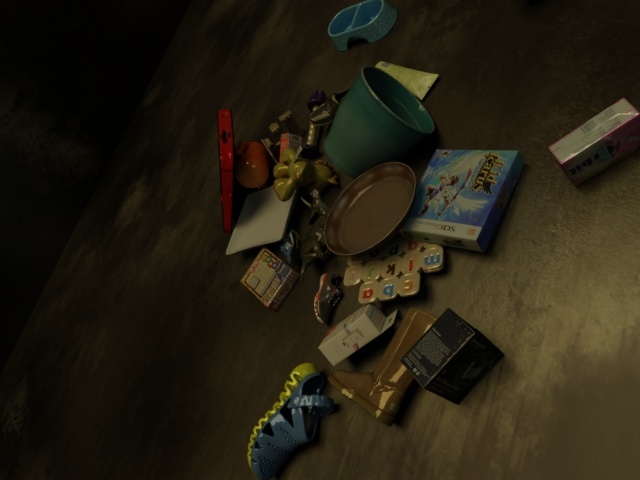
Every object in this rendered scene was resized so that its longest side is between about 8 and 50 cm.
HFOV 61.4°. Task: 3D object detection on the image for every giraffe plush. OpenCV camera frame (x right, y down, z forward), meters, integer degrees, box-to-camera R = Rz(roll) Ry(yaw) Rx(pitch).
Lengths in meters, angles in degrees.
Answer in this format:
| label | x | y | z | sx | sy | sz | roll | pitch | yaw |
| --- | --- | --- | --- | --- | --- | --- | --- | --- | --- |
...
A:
| label | x | y | z | sx | sy | sz | roll | pitch | yaw |
| --- | --- | --- | --- | --- | --- | --- | --- | --- | --- |
| giraffe plush | -0.039 | -0.217 | 1.778 | 0.210 | 0.170 | 0.181 | -40 | 48 | 48 |

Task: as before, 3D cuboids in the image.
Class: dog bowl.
| label | x | y | z | sx | sy | sz | roll | pitch | yaw |
| --- | --- | --- | --- | --- | --- | --- | --- | --- | --- |
| dog bowl | 0.149 | -0.824 | 2.044 | 0.297 | 0.074 | 0.166 | 3 | 67 | 44 |

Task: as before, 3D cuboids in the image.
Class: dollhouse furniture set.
| label | x | y | z | sx | sy | sz | roll | pitch | yaw |
| --- | --- | --- | --- | --- | --- | --- | --- | --- | --- |
| dollhouse furniture set | -0.122 | -0.356 | 1.970 | 0.151 | 0.144 | 0.123 | -35 | 48 | 2 |

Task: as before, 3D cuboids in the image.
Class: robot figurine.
| label | x | y | z | sx | sy | sz | roll | pitch | yaw |
| --- | --- | --- | --- | --- | --- | --- | --- | --- | --- |
| robot figurine | -0.252 | -0.277 | 1.967 | 0.219 | 0.128 | 0.158 | -100 | 17 | -51 |

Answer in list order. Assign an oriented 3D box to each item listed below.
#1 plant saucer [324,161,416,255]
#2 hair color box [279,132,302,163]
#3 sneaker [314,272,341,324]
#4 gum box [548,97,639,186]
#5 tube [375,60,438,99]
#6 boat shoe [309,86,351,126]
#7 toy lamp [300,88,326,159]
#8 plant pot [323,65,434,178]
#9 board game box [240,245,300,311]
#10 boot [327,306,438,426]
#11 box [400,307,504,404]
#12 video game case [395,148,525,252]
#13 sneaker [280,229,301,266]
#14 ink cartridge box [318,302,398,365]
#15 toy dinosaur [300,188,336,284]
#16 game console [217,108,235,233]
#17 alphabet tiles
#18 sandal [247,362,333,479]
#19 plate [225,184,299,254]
| label | x | y | z | sx | sy | sz | roll | pitch | yaw |
| --- | --- | --- | --- | --- | --- | --- | --- | --- | --- |
| plant saucer | 0.141 | -0.079 | 1.481 | 0.310 | 0.050 | 0.311 | -31 | 36 | 26 |
| hair color box | -0.106 | -0.305 | 1.924 | 0.043 | 0.072 | 0.141 | 0 | 84 | 44 |
| sneaker | 0.027 | 0.162 | 1.544 | 0.065 | 0.061 | 0.158 | -10 | 59 | 32 |
| gum box | 0.617 | -0.215 | 1.186 | 0.188 | 0.107 | 0.062 | -35 | 45 | 22 |
| tube | 0.272 | -0.527 | 1.757 | 0.240 | 0.062 | 0.070 | 36 | 135 | 44 |
| boat shoe | 0.055 | -0.474 | 1.866 | 0.223 | 0.073 | 0.080 | -25 | 62 | 7 |
| toy lamp | -0.023 | -0.427 | 1.950 | 0.080 | 0.080 | 0.275 | -14 | 55 | 37 |
| plant pot | 0.150 | -0.328 | 1.603 | 0.255 | 0.271 | 0.272 | -46 | 40 | 33 |
| board game box | -0.167 | 0.121 | 1.760 | 0.147 | 0.045 | 0.193 | -56 | 41 | 0 |
| boot | 0.166 | 0.285 | 1.321 | 0.236 | 0.089 | 0.269 | 23 | 78 | 48 |
| box | 0.285 | 0.252 | 1.165 | 0.158 | 0.156 | 0.093 | -50 | 42 | 7 |
| video game case | 0.355 | -0.113 | 1.383 | 0.244 | 0.061 | 0.269 | 12 | 66 | 45 |
| sneaker | -0.096 | 0.033 | 1.747 | 0.059 | 0.053 | 0.144 | -31 | 39 | 25 |
| ink cartridge box | 0.099 | 0.225 | 1.384 | 0.198 | 0.067 | 0.115 | -38 | 2 | 19 |
| toy dinosaur | 0.000 | 0.000 | 1.653 | 0.160 | 0.121 | 0.314 | -8 | 63 | 54 |
| game console | -0.345 | -0.268 | 2.002 | 0.060 | 0.342 | 0.386 | -3 | 40 | -9 |
| alphabet tiles | 0.196 | 0.047 | 1.441 | 0.284 | 0.021 | 0.278 | -14 | 43 | 28 |
| sandal | -0.072 | 0.479 | 1.391 | 0.138 | 0.126 | 0.317 | 26 | 85 | 44 |
| plate | -0.190 | -0.078 | 1.889 | 0.278 | 0.045 | 0.277 | -15 | 48 | 37 |
